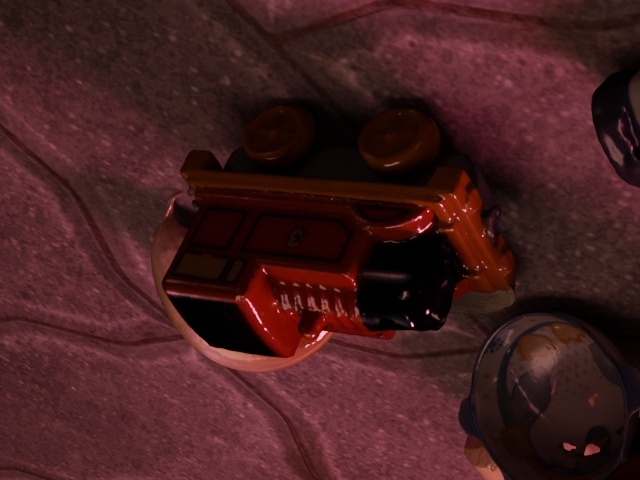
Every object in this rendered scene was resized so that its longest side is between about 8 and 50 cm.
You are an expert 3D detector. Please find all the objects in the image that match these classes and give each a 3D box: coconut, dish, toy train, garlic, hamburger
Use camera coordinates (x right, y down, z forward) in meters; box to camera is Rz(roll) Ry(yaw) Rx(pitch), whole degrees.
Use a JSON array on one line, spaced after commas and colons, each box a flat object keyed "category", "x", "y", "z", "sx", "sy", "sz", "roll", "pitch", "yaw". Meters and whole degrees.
[{"category": "coconut", "x": 0.259, "y": 0.254, "z": 1.779, "sx": 0.152, "sy": 0.147, "sz": 0.147, "roll": 47, "pitch": 146, "yaw": -17}, {"category": "dish", "x": 0.266, "y": 0.183, "z": 1.647, "sx": 0.086, "sy": 0.227, "sz": 0.236, "roll": -6, "pitch": -165, "yaw": -44}, {"category": "toy train", "x": 0.000, "y": 0.000, "z": 1.487, "sx": 0.369, "sy": 0.231, "sz": 0.163, "roll": 6, "pitch": 148, "yaw": 34}, {"category": "garlic", "x": -0.099, "y": 0.062, "z": 1.800, "sx": 0.245, "sy": 0.145, "sz": 0.164, "roll": 30, "pitch": 119, "yaw": -3}, {"category": "hamburger", "x": 0.133, "y": 0.032, "z": 1.593, "sx": 0.140, "sy": 0.062, "sz": 0.133, "roll": -4, "pitch": 154, "yaw": 34}]

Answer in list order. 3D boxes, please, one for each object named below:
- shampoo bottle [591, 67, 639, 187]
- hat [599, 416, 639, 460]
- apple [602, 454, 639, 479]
[{"category": "shampoo bottle", "x": 0.380, "y": -0.099, "z": 1.161, "sx": 0.359, "sy": 0.078, "sz": 0.134, "roll": -9, "pitch": 121, "yaw": 46}, {"category": "hat", "x": 0.380, "y": 0.220, "z": 1.638, "sx": 0.078, "sy": 0.138, "sz": 0.191, "roll": 55, "pitch": 158, "yaw": 3}, {"category": "apple", "x": 0.386, "y": 0.349, "z": 1.473, "sx": 0.317, "sy": 0.288, "sz": 0.288, "roll": 12, "pitch": 158, "yaw": -26}]
